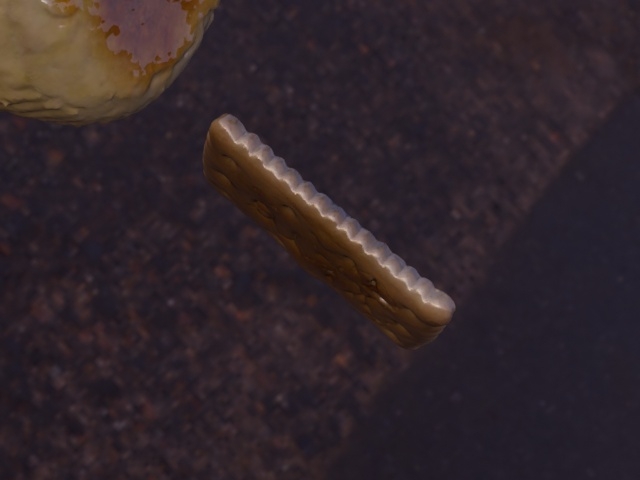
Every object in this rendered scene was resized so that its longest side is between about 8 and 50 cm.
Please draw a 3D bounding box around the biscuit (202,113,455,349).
[{"bbox_3d":[0.000,0.000,1.773,0.325,0.044,0.217,41,-15,3],"label":"biscuit"}]

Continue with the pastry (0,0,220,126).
[{"bbox_3d":[-0.311,-0.322,1.931,0.313,0.388,0.388,17,3,40],"label":"pastry"}]
